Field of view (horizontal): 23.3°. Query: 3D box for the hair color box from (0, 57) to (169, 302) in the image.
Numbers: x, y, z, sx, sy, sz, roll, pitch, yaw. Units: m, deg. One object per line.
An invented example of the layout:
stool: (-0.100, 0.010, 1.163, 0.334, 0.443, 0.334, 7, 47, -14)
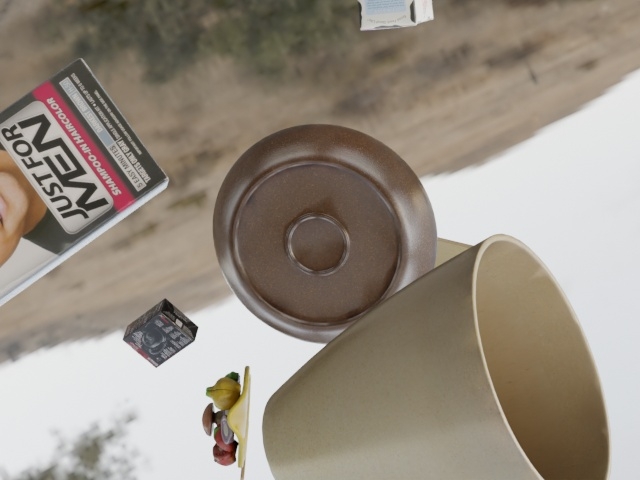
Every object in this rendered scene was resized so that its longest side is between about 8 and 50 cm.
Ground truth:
hair color box: (-0.390, -0.036, 1.892, 0.374, 0.185, 0.113, -36, -178, -6)

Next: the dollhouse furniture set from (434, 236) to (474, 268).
dollhouse furniture set: (0.126, 0.110, 2.266, 0.242, 0.161, 0.212, -58, -151, 37)

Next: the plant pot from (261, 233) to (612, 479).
plant pot: (0.090, 0.159, 1.446, 0.274, 0.256, 0.256, -22, -170, 27)

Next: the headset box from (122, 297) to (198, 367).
headset box: (-0.209, 0.122, 1.997, 0.083, 0.062, 0.032, -36, -157, 29)

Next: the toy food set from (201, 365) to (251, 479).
toy food set: (-0.143, 0.271, 2.313, 0.071, 0.218, 0.128, 4, -126, -1)

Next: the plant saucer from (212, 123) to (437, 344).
plant saucer: (0.000, 0.000, 2.071, 0.311, 0.310, 0.050, -23, -170, 17)

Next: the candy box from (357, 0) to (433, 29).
candy box: (0.084, -0.354, 1.855, 0.070, 0.196, 0.165, -4, -171, 12)
